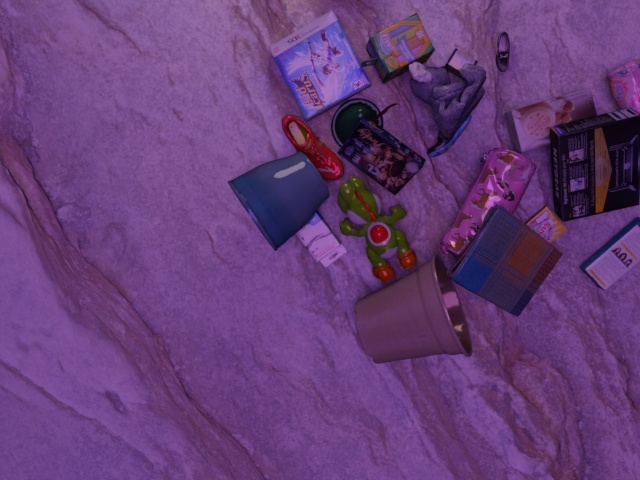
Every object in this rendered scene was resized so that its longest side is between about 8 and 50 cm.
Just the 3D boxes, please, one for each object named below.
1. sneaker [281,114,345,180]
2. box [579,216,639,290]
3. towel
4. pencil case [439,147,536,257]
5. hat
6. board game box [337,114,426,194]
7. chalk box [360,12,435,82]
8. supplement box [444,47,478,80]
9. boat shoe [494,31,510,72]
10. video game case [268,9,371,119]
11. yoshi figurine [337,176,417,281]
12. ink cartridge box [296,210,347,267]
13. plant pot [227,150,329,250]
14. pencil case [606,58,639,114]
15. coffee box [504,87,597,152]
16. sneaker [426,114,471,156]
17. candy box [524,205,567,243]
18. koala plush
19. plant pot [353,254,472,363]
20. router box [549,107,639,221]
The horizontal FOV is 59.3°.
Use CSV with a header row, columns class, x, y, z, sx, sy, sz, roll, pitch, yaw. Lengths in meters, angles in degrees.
class,x,y,z,sx,sy,sz,roll,pitch,yaw
sneaker,-0.035,-0.302,1.862,0.279,0.118,0.107,45,99,-1
box,0.981,0.043,1.838,0.244,0.060,0.100,-43,92,9
towel,0.595,0.074,1.802,0.370,0.040,0.272,28,100,-32
pencil case,0.534,-0.106,1.814,0.167,0.160,0.386,30,101,28
hat,0.122,-0.387,1.803,0.173,0.183,0.209,36,99,1
board game box,0.195,-0.272,1.825,0.243,0.042,0.165,35,139,-5
chalk box,0.229,-0.593,1.781,0.213,0.132,0.132,-28,93,1
supplement box,0.448,-0.563,1.801,0.083,0.083,0.056,32,99,2
boat shoe,0.587,-0.604,1.806,0.046,0.038,0.125,2,97,5
video game case,-0.002,-0.573,1.855,0.244,0.061,0.270,-28,94,9
yoshi figurine,0.170,-0.057,1.875,0.203,0.203,0.362,-12,115,46
ink cartridge box,0.000,0.000,1.926,0.104,0.060,0.180,-37,92,8
plant pot,-0.119,-0.147,1.829,0.255,0.271,0.272,-34,93,-5
pencil case,0.998,-0.418,1.750,0.124,0.124,0.284,-23,93,8
coffee box,0.733,-0.378,1.789,0.246,0.098,0.141,-15,96,7
sneaker,0.413,-0.352,1.847,0.078,0.067,0.188,40,96,11
candy box,0.706,-0.009,1.875,0.206,0.027,0.105,-43,95,9
koala plush,0.369,-0.466,1.753,0.221,0.196,0.203,36,90,15
plant pot,0.286,0.251,1.822,0.305,0.334,0.334,-20,95,18
router box,0.855,-0.229,1.749,0.242,0.081,0.309,-13,120,7
